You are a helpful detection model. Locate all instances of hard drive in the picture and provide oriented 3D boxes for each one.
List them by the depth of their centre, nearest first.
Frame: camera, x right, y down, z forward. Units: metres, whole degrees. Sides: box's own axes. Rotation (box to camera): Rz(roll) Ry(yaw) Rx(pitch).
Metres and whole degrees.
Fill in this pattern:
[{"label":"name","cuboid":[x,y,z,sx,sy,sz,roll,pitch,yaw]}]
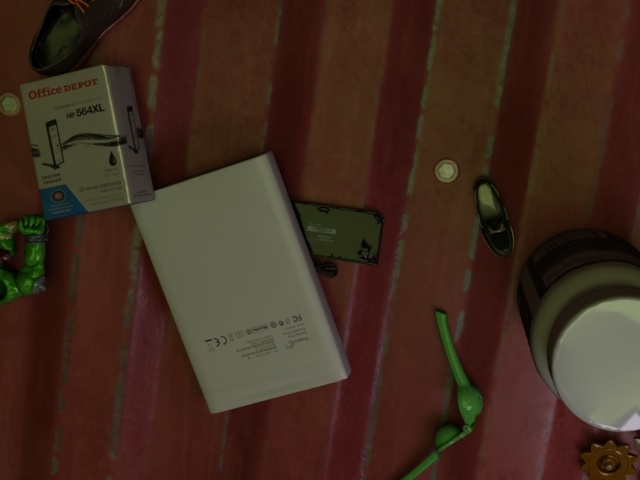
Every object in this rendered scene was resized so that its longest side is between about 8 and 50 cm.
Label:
[{"label":"hard drive","cuboid":[-0.120,0.067,1.758,0.233,0.047,0.353,-17,100,19]}]

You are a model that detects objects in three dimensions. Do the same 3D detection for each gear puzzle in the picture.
[{"label":"gear puzzle","cuboid":[0.559,0.319,1.760,0.338,0.044,0.176,-11,114,12]}]

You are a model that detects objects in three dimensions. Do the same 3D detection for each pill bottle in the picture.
[{"label":"pill bottle","cuboid":[0.376,0.113,1.573,0.204,0.361,0.204,1,102,5]}]

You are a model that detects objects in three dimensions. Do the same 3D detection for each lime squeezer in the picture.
[{"label":"lime squeezer","cuboid":[0.182,0.269,1.780,0.109,0.059,0.310,16,103,2]}]

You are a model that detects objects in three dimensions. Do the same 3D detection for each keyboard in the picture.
[{"label":"keyboard","cuboid":[0.000,0.000,1.762,0.180,0.023,0.108,8,96,5]}]

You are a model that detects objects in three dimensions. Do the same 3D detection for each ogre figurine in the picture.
[{"label":"ogre figurine","cuboid":[-0.493,0.041,1.781,0.197,0.097,0.118,-17,88,-3]}]

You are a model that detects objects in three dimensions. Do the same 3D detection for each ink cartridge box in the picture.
[{"label":"ink cartridge box","cuboid":[-0.339,-0.143,1.709,0.148,0.086,0.203,-10,93,18]}]

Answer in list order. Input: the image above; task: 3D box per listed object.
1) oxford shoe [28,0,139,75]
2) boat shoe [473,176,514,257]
[{"label":"oxford shoe","cuboid":[-0.325,-0.345,1.683,0.097,0.098,0.271,34,103,-2]},{"label":"boat shoe","cuboid":[0.254,-0.032,1.721,0.046,0.038,0.125,-13,100,8]}]
